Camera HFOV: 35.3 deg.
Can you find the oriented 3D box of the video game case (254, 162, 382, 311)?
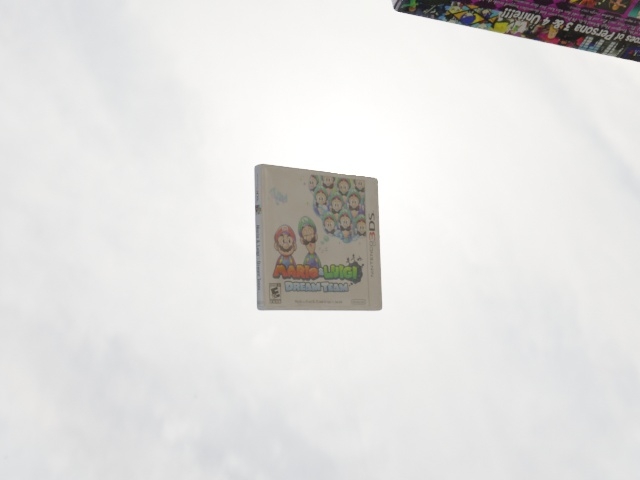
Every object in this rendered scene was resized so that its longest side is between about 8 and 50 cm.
[{"bbox_3d":[0.000,0.000,1.021,0.157,0.019,0.143,4,-98,-40],"label":"video game case"}]

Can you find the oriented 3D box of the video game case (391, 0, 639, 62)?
[{"bbox_3d":[0.191,-0.224,0.684,0.232,0.210,0.042,6,-130,-20],"label":"video game case"}]
